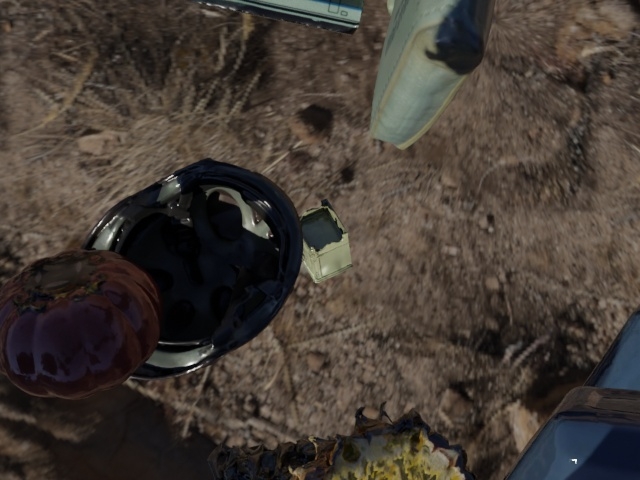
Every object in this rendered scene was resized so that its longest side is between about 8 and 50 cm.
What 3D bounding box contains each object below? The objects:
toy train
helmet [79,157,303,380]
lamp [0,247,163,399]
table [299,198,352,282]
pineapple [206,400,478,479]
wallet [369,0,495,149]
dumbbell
[{"bbox_3d":[-0.088,-0.222,0.919,0.252,0.055,0.048,10,98,-5],"label":"toy train"},{"bbox_3d":[-0.160,0.040,1.348,0.305,0.177,0.225,-32,86,0],"label":"helmet"},{"bbox_3d":[-0.247,0.090,1.102,0.182,0.182,0.140,-7,122,11],"label":"lamp"},{"bbox_3d":[0.000,0.000,1.546,0.062,0.083,0.079,-24,55,-11],"label":"table"},{"bbox_3d":[-0.009,0.278,1.122,0.262,0.271,0.262,-2,94,-34],"label":"pineapple"},{"bbox_3d":[0.109,-0.259,0.859,0.083,0.252,0.360,13,72,-2],"label":"wallet"},{"bbox_3d":[0.210,0.131,0.644,0.144,0.325,0.160,37,113,17],"label":"dumbbell"}]
